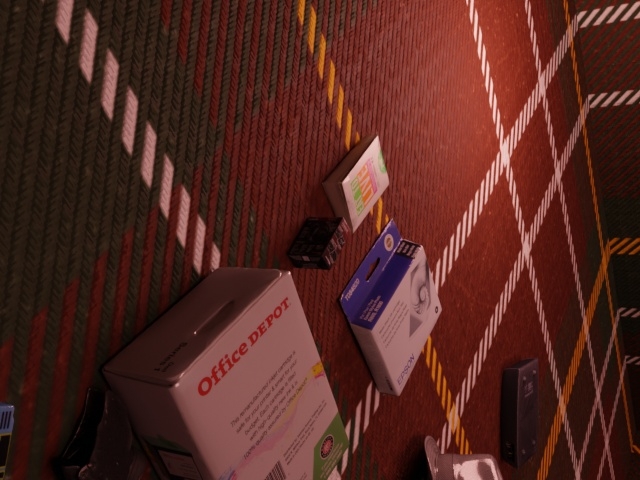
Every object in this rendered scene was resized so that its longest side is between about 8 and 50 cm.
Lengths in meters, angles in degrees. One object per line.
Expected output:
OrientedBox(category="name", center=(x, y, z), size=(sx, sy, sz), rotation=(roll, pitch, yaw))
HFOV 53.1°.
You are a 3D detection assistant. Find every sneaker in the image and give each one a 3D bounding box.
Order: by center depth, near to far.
OrientedBox(category="sneaker", center=(-0.226, 0.237, 0.614), size=(0.089, 0.051, 0.170), rotation=(56, 44, -39))

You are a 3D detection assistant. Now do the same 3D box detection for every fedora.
OrientedBox(category="fedora", center=(0.287, 0.495, 1.189), size=(0.243, 0.124, 0.275), rotation=(54, 27, -53))

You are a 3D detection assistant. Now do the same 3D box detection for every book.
OrientedBox(category="book", center=(0.062, -0.091, 1.024), size=(0.144, 0.035, 0.096), rotation=(-53, 136, -41))

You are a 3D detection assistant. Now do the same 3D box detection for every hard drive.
OrientedBox(category="hard drive", center=(0.519, 0.440, 1.661), size=(0.172, 0.054, 0.254), rotation=(-4, 94, -54))

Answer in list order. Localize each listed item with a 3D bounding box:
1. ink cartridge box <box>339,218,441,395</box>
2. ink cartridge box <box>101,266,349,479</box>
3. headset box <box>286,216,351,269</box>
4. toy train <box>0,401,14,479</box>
OrientedBox(category="ink cartridge box", center=(0.132, 0.113, 1.112), size=(0.223, 0.045, 0.224), rotation=(-54, 132, -38))
OrientedBox(category="ink cartridge box", center=(-0.092, 0.196, 0.738), size=(0.201, 0.117, 0.278), rotation=(-45, 127, -44))
OrientedBox(category="headset box", center=(0.000, 0.000, 0.909), size=(0.083, 0.062, 0.032), rotation=(-60, 136, -35))
OrientedBox(category="toy train", center=(-0.302, 0.202, 0.481), size=(0.105, 0.080, 0.184), rotation=(19, 75, -59))
